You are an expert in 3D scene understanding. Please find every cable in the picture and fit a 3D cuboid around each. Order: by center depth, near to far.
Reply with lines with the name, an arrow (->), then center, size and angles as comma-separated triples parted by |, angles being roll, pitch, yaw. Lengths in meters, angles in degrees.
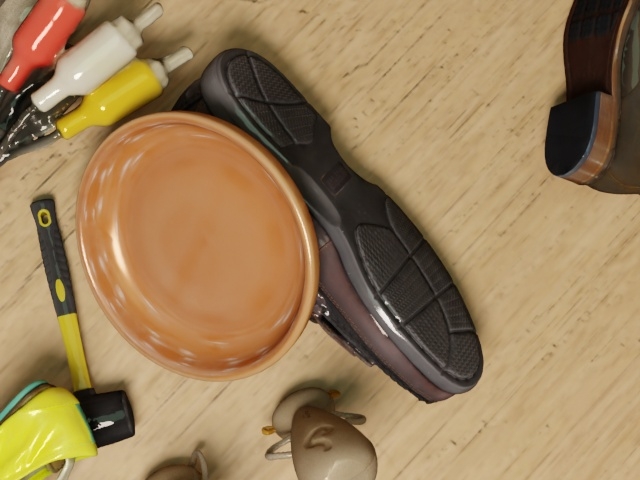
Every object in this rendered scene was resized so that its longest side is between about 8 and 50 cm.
cable -> -0.230, -0.078, 1.060 | 0.139, 0.072, 0.287 | 42, 84, -20

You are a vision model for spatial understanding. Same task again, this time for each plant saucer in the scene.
plant saucer -> -0.085, 0.002, 1.059 | 0.200, 0.037, 0.200 | 11, 113, 26

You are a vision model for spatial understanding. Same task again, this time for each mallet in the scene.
mallet -> -0.176, 0.061, 1.095 | 0.062, 0.039, 0.189 | -6, 82, -3

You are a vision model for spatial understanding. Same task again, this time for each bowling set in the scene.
bowling set -> -0.069, 0.252, 1.053 | 0.287, 0.154, 0.199 | -23, 107, -8

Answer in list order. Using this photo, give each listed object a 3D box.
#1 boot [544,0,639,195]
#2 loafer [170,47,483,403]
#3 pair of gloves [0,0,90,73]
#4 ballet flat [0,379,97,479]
boot -> 0.246, -0.134, 1.139 | 0.106, 0.082, 0.219 | 21, 79, -25
loafer -> 0.000, 0.000, 1.096 | 0.095, 0.109, 0.302 | -38, 89, 35
pair of gloves -> -0.287, -0.221, 1.102 | 0.240, 0.042, 0.204 | 31, 84, -1
ballet flat -> -0.246, 0.198, 1.038 | 0.231, 0.077, 0.077 | -44, 79, 5
